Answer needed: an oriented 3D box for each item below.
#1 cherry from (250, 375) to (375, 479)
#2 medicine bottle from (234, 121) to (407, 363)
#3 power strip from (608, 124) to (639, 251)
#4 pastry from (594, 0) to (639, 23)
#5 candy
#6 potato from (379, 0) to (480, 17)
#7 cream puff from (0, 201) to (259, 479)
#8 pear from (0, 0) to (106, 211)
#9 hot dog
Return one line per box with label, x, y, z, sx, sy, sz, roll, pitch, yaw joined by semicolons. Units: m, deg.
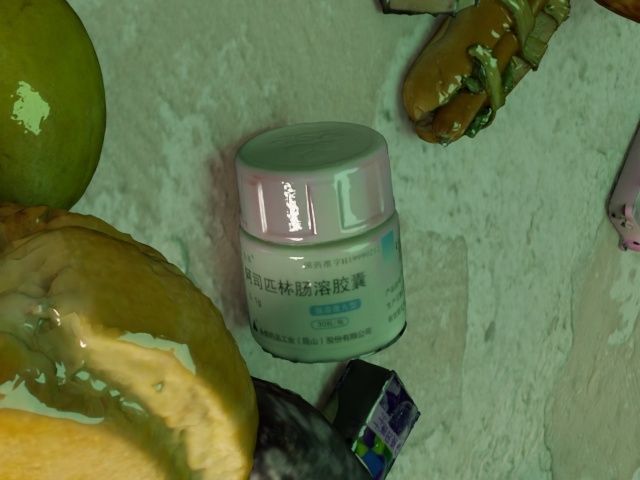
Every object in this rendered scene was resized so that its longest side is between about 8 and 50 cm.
cherry;-0.065;0.228;1.188;0.296;0.218;0.255;-48;134;-19
medicine bottle;0.000;0.000;1.272;0.135;0.135;0.168;-29;122;-45
power strip;0.413;-0.118;1.858;0.109;0.037;0.279;46;63;-49
pastry;0.390;-0.344;1.502;0.389;0.388;0.312;-1;118;-53
candy;-0.009;0.254;1.392;0.312;0.061;0.088;-61;143;-22
potato;0.099;-0.259;1.375;0.061;0.086;0.122;-25;119;-63
cream puff;-0.213;0.095;0.889;0.343;0.231;0.327;-38;131;15
pear;-0.205;-0.081;0.972;0.149;0.149;0.162;-29;125;-45
hot dog;0.162;-0.185;1.484;0.269;0.072;0.109;-56;136;-28
